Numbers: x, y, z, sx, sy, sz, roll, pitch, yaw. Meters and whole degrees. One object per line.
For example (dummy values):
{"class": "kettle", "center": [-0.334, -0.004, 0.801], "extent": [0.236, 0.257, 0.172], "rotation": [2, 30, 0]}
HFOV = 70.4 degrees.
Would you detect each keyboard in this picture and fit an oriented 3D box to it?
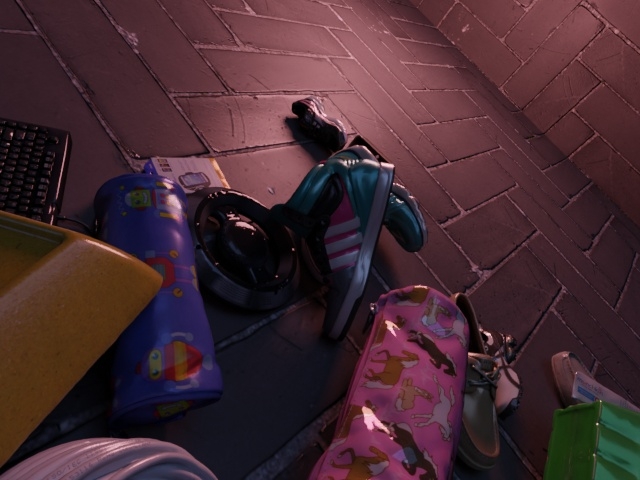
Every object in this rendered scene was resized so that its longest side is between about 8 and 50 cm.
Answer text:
{"class": "keyboard", "center": [-0.366, -0.040, 0.596], "extent": [0.202, 0.033, 0.317], "rotation": [12, 48, -31]}

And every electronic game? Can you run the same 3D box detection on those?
{"class": "electronic game", "center": [-0.126, 0.009, 0.727], "extent": [0.229, 0.048, 0.229], "rotation": [29, 40, -27]}

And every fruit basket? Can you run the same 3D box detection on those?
{"class": "fruit basket", "center": [0.535, 0.444, 0.740], "extent": [0.353, 0.165, 0.327], "rotation": [36, 55, -6]}

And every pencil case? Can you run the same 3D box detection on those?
{"class": "pencil case", "center": [-0.199, 0.068, 0.543], "extent": [0.120, 0.133, 0.306], "rotation": [-6, 59, -21]}
{"class": "pencil case", "center": [0.106, 0.233, 0.622], "extent": [0.386, 0.167, 0.160], "rotation": [-59, 142, -50]}

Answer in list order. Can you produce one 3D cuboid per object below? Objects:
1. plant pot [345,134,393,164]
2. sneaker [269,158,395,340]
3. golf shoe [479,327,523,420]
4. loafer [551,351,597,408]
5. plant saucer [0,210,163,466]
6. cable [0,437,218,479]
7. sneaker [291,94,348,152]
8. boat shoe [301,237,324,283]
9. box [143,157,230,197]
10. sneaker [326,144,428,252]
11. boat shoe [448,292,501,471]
{"class": "plant pot", "center": [0.105, -0.172, 1.050], "extent": [0.109, 0.109, 0.096], "rotation": [44, 26, 5]}
{"class": "sneaker", "center": [0.000, 0.000, 0.732], "extent": [0.179, 0.295, 0.124], "rotation": [15, -2, 4]}
{"class": "golf shoe", "center": [0.321, 0.246, 0.858], "extent": [0.094, 0.077, 0.198], "rotation": [26, 33, -1]}
{"class": "loafer", "center": [0.594, 0.368, 0.921], "extent": [0.112, 0.111, 0.319], "rotation": [2, 53, -38]}
{"class": "plant saucer", "center": [-0.358, 0.058, 0.354], "extent": [0.333, 0.080, 0.332], "rotation": [14, 36, 10]}
{"class": "cable", "center": [-0.171, 0.281, 0.328], "extent": [0.257, 0.089, 0.257], "rotation": [51, 42, -42]}
{"class": "sneaker", "center": [-0.010, -0.272, 1.086], "extent": [0.077, 0.072, 0.178], "rotation": [-20, 59, -34]}
{"class": "boat shoe", "center": [0.015, -0.035, 0.837], "extent": [0.080, 0.076, 0.228], "rotation": [11, 58, -18]}
{"class": "box", "center": [-0.228, -0.103, 0.770], "extent": [0.136, 0.028, 0.081], "rotation": [-10, 60, -41]}
{"class": "sneaker", "center": [0.107, -0.075, 0.936], "extent": [0.110, 0.107, 0.275], "rotation": [-31, 70, -30]}
{"class": "boat shoe", "center": [0.253, 0.229, 0.787], "extent": [0.109, 0.098, 0.302], "rotation": [21, 43, -23]}
